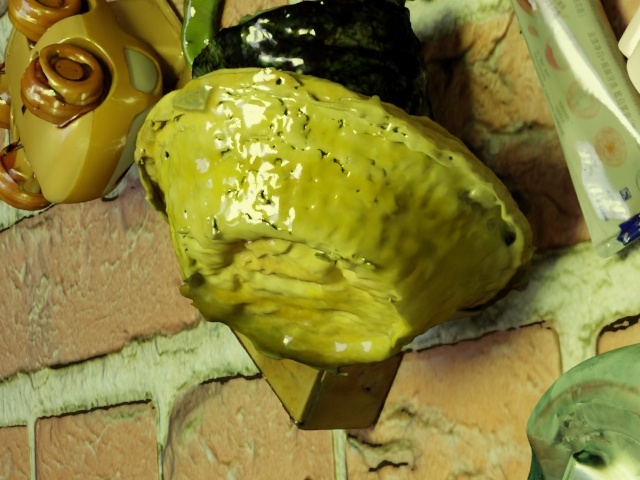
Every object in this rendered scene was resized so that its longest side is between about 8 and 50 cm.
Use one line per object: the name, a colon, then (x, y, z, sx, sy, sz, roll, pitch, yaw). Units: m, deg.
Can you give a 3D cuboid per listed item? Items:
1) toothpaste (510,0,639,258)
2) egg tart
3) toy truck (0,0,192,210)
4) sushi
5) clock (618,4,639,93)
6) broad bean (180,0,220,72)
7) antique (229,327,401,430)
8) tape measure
toothpaste: (0.197, -0.151, 1.286, 0.100, 0.066, 0.323, -35, 65, 47)
egg tart: (0.000, 0.000, 1.340, 0.345, 0.345, 0.132, -34, 31, 53)
toy truck: (-0.272, -0.175, 1.892, 0.204, 0.211, 0.288, -60, 39, 39)
sushi: (-0.022, -0.100, 1.506, 0.350, 0.211, 0.171, -31, 69, 60)
clock: (0.324, -0.053, 0.888, 0.290, 0.275, 0.080, 55, 130, 38)
broad bean: (-0.116, -0.304, 1.791, 0.098, 0.056, 0.318, 7, 101, 51)
antique: (-0.040, 0.059, 1.636, 0.310, 0.087, 0.093, 51, 129, 46)
tape measure: (0.248, 0.200, 1.126, 0.275, 0.147, 0.256, 38, 121, 50)
